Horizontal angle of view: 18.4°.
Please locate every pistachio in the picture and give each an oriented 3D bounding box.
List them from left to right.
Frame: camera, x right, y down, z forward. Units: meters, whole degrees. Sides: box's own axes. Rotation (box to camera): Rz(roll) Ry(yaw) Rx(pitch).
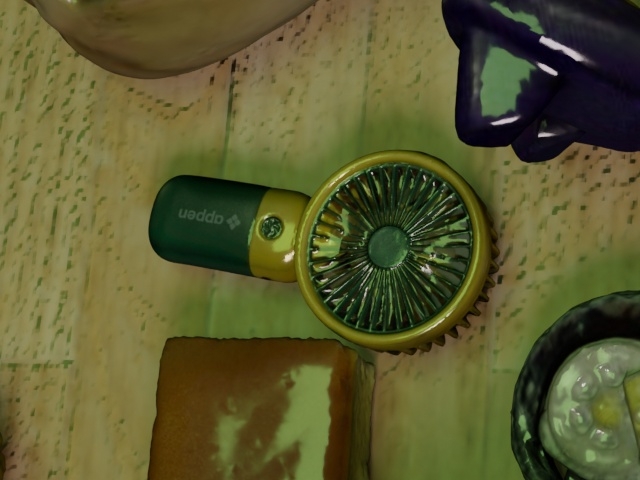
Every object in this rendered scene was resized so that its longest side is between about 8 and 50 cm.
[{"bbox_3d":[-0.041,-0.153,0.841,0.206,0.131,0.129,-31,113,4],"label":"pistachio"}]

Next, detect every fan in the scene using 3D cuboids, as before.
[{"bbox_3d":[0.000,0.000,0.823,0.155,0.039,0.082,11,80,23],"label":"fan"}]

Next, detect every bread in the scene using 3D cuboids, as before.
[{"bbox_3d":[-0.028,0.152,0.788,0.088,0.049,0.226,1,77,19],"label":"bread"}]

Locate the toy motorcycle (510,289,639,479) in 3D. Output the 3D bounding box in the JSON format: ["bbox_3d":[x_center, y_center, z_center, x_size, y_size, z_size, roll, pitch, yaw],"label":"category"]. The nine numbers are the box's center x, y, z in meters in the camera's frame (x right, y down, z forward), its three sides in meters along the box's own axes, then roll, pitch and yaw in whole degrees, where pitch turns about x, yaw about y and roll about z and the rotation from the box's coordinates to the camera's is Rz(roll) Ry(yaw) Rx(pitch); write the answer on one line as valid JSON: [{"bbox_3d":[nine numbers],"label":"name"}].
[{"bbox_3d":[0.229,0.103,0.680,0.223,0.108,0.341,-46,60,10],"label":"toy motorcycle"}]

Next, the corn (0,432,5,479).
[{"bbox_3d":[-0.211,0.166,0.825,0.097,0.097,0.262,23,86,23],"label":"corn"}]

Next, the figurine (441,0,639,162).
[{"bbox_3d":[0.090,-0.232,0.763,0.193,0.154,0.421,9,82,8],"label":"figurine"}]
